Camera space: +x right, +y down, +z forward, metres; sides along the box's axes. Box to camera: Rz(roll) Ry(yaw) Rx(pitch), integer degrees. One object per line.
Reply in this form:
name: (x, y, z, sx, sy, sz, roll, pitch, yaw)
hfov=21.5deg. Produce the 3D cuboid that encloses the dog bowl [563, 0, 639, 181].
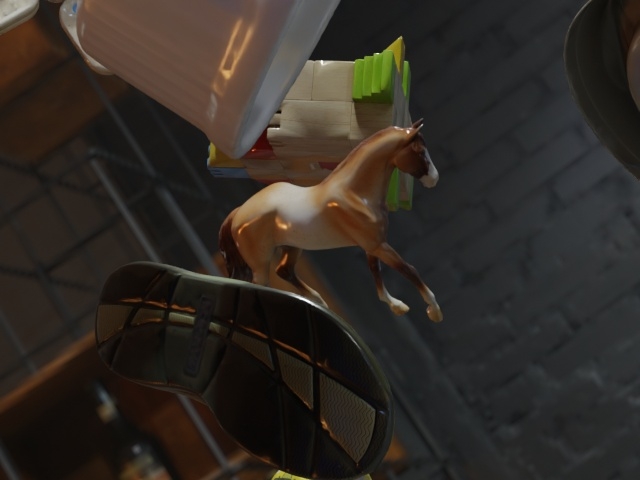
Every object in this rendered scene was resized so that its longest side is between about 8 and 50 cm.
dog bowl: (0.376, -0.126, 1.364, 0.102, 0.349, 0.349, -56, -5, -24)

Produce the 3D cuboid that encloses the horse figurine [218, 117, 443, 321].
horse figurine: (0.000, 0.000, 1.500, 0.263, 0.174, 0.066, -8, 25, 34)

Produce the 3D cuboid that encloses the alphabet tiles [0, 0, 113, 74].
alphabet tiles: (-0.174, -0.276, 1.301, 0.284, 0.278, 0.021, -32, -8, -16)

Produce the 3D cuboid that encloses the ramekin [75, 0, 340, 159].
ramekin: (-0.048, -0.206, 1.118, 0.277, 0.135, 0.277, -61, -1, -1)

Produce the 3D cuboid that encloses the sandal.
sandal: (-0.052, 0.086, 1.270, 0.086, 0.303, 0.120, 16, -85, -48)

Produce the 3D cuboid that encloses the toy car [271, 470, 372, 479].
toy car: (0.082, 0.249, 1.492, 0.239, 0.225, 0.053, 66, -139, -66)

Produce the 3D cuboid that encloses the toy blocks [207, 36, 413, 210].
toy blocks: (-0.027, -0.134, 2.065, 0.261, 0.191, 0.381, 3, -12, 8)
